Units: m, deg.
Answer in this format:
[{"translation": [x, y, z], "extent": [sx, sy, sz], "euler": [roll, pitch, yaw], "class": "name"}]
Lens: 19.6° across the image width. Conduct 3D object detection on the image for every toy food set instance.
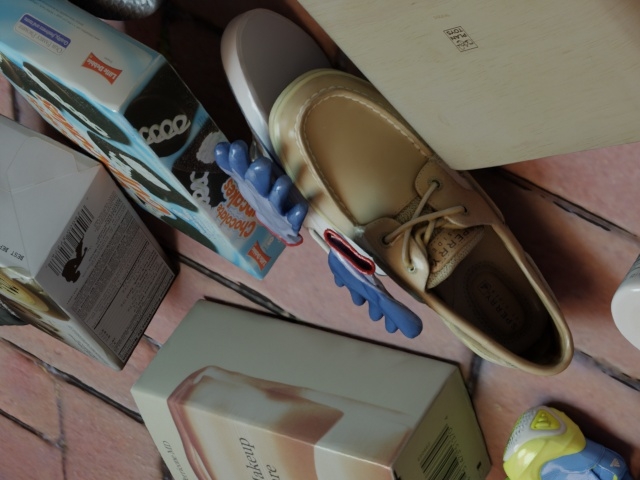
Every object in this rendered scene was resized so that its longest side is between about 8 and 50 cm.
[{"translation": [0.116, -0.164, 1.231], "extent": [0.220, 0.092, 0.306], "euler": [46, 153, -22], "class": "toy food set"}]

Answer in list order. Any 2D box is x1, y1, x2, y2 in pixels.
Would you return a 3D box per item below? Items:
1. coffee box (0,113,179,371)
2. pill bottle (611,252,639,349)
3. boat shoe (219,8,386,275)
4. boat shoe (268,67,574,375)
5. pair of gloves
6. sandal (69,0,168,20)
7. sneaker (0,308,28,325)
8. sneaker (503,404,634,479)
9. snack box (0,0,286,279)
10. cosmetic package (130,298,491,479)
[{"translation": [-0.252, -0.003, 1.651], "extent": [0.168, 0.119, 0.297], "euler": [26, 167, 16], "class": "coffee box"}, {"translation": [0.258, 0.012, 1.246], "extent": [0.078, 0.137, 0.078], "euler": [25, 146, 18], "class": "pill bottle"}, {"translation": [-0.015, -0.067, 1.453], "extent": [0.084, 0.095, 0.258], "euler": [-6, 126, 43], "class": "boat shoe"}, {"translation": [0.084, -0.010, 1.389], "extent": [0.302, 0.109, 0.098], "euler": [47, 177, -23], "class": "boat shoe"}, {"translation": [0.000, 0.000, 1.399], "extent": [0.198, 0.023, 0.159], "euler": [40, 171, 18], "class": "pair of gloves"}, {"translation": [-0.200, -0.241, 1.371], "extent": [0.254, 0.054, 0.097], "euler": [30, 138, 32], "class": "sandal"}, {"translation": [-0.372, -0.019, 1.859], "extent": [0.147, 0.105, 0.296], "euler": [1, 138, 41], "class": "sneaker"}, {"translation": [0.212, 0.250, 1.630], "extent": [0.126, 0.091, 0.240], "euler": [25, 145, 18], "class": "sneaker"}, {"translation": [-0.150, -0.090, 1.468], "extent": [0.187, 0.060, 0.322], "euler": [31, 169, 27], "class": "snack box"}, {"translation": [-0.009, 0.174, 1.715], "extent": [0.296, 0.129, 0.153], "euler": [12, 141, 35], "class": "cosmetic package"}]
